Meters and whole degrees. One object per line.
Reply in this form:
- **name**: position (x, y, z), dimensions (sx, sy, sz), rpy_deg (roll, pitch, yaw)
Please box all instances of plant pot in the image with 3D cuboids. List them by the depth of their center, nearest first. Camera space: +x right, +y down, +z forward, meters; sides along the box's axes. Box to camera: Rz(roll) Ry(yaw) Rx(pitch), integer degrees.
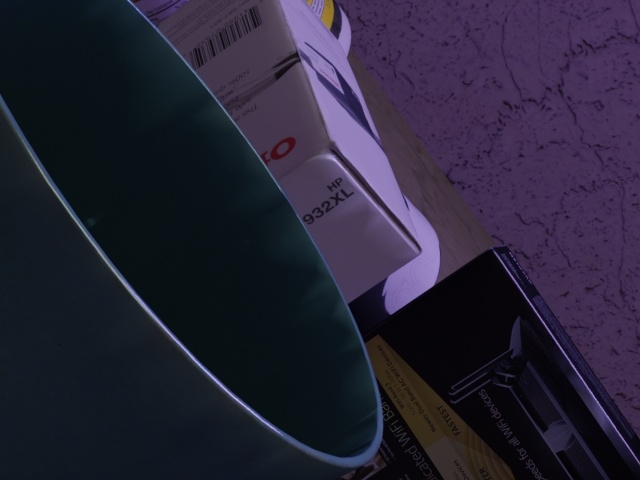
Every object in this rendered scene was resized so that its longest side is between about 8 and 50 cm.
- **plant pot**: position (-0.152, 0.037, 0.721), dimensions (0.293, 0.235, 0.293), rpy_deg (51, 13, -16)

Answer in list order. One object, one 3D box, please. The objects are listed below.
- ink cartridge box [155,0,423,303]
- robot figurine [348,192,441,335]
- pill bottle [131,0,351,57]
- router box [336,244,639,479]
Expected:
- **ink cartridge box**: position (-0.073, -0.054, 1.259), dimensions (0.129, 0.223, 0.307), rpy_deg (47, 15, -34)
- **robot figurine**: position (-0.002, -0.001, 1.512), dimensions (0.278, 0.173, 0.209), rpy_deg (45, -7, -37)
- **pill bottle**: position (-0.131, -0.279, 1.706), dimensions (0.334, 0.188, 0.188), rpy_deg (46, 15, -35)
- **router box**: position (0.133, 0.196, 1.320), dimensions (0.309, 0.243, 0.081), rpy_deg (57, 13, 7)
